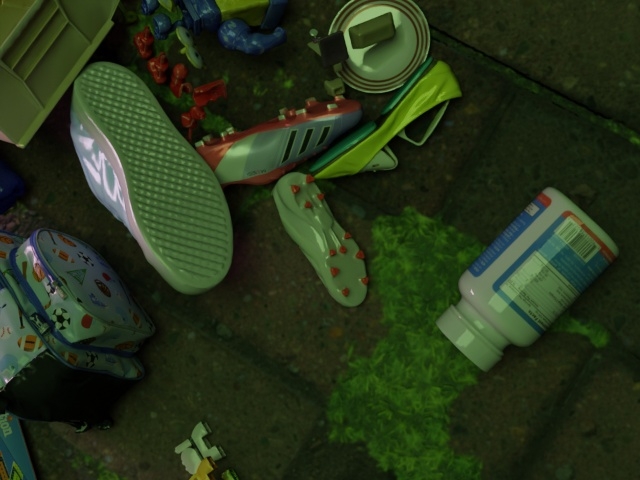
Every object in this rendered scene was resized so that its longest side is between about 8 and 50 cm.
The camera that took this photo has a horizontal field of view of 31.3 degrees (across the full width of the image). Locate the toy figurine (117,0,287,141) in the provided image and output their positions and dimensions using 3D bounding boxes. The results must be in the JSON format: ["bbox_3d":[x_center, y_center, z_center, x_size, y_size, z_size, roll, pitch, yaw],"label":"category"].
[{"bbox_3d":[-0.149,-0.341,1.574,0.217,0.191,0.362,-21,69,-19],"label":"toy figurine"}]

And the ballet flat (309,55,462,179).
[{"bbox_3d":[0.092,-0.140,1.497,0.231,0.077,0.077,-43,101,5],"label":"ballet flat"}]

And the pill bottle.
[{"bbox_3d":[0.248,0.052,1.404,0.221,0.124,0.124,-46,75,6],"label":"pill bottle"}]

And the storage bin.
[{"bbox_3d":[-0.447,-0.279,1.551,0.262,0.123,0.260,17,67,37],"label":"storage bin"}]

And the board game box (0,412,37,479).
[{"bbox_3d":[-0.476,0.311,1.577,0.145,0.027,0.281,-16,78,-18],"label":"board game box"}]

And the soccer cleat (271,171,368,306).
[{"bbox_3d":[0.000,0.000,1.511,0.068,0.076,0.196,-29,92,-31],"label":"soccer cleat"}]

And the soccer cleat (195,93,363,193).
[{"bbox_3d":[-0.051,-0.124,1.525,0.248,0.083,0.095,-15,106,17],"label":"soccer cleat"}]

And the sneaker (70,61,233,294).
[{"bbox_3d":[-0.230,-0.065,1.541,0.135,0.150,0.366,-16,64,-26],"label":"sneaker"}]

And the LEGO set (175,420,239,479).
[{"bbox_3d":[-0.143,0.358,1.489,0.093,0.087,0.227,-35,75,8],"label":"LEGO set"}]

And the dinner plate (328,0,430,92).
[{"bbox_3d":[0.079,-0.267,1.539,0.141,0.017,0.141,-2,83,15],"label":"dinner plate"}]

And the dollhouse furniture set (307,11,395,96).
[{"bbox_3d":[0.043,-0.262,1.536,0.114,0.091,0.081,-23,36,-11],"label":"dollhouse furniture set"}]

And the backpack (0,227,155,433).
[{"bbox_3d":[-0.370,0.101,1.497,0.263,0.276,0.213,41,90,22],"label":"backpack"}]

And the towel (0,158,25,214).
[{"bbox_3d":[-0.598,-0.105,1.640,0.228,0.076,0.308,-41,72,-17],"label":"towel"}]
